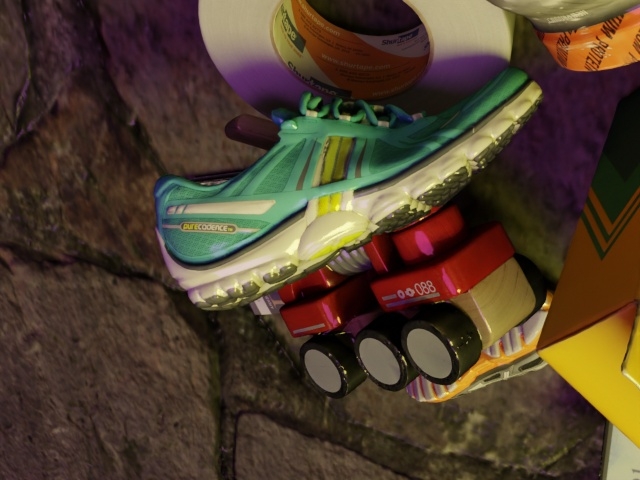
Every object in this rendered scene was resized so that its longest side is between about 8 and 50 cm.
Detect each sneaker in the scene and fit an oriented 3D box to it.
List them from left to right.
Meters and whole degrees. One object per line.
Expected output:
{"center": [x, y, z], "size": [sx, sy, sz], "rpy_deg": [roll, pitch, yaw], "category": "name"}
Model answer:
{"center": [0.017, -0.053, 0.710], "size": [0.275, 0.107, 0.110], "rpy_deg": [-25, 84, 0], "category": "sneaker"}
{"center": [0.150, 0.097, 0.960], "size": [0.083, 0.084, 0.215], "rpy_deg": [9, 158, -33], "category": "sneaker"}

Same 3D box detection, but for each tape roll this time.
{"center": [0.028, -0.163, 0.759], "size": [0.219, 0.072, 0.219], "rpy_deg": [10, 145, 7], "category": "tape roll"}

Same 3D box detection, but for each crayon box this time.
{"center": [0.255, 0.045, 0.682], "size": [0.203, 0.323, 0.083], "rpy_deg": [43, 134, -12], "category": "crayon box"}

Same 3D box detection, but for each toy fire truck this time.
{"center": [0.022, -0.003, 0.856], "size": [0.217, 0.158, 0.246], "rpy_deg": [-19, 101, 54], "category": "toy fire truck"}

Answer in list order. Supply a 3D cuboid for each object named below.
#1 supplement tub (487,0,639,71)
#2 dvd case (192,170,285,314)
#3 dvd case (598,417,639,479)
{"center": [0.119, -0.261, 0.576], "size": [0.193, 0.193, 0.316], "rpy_deg": [-18, 119, 37], "category": "supplement tub"}
{"center": [0.000, 0.000, 0.994], "size": [0.221, 0.018, 0.164], "rpy_deg": [-5, 126, 31], "category": "dvd case"}
{"center": [0.357, 0.147, 0.856], "size": [0.253, 0.022, 0.180], "rpy_deg": [7, 90, 23], "category": "dvd case"}
